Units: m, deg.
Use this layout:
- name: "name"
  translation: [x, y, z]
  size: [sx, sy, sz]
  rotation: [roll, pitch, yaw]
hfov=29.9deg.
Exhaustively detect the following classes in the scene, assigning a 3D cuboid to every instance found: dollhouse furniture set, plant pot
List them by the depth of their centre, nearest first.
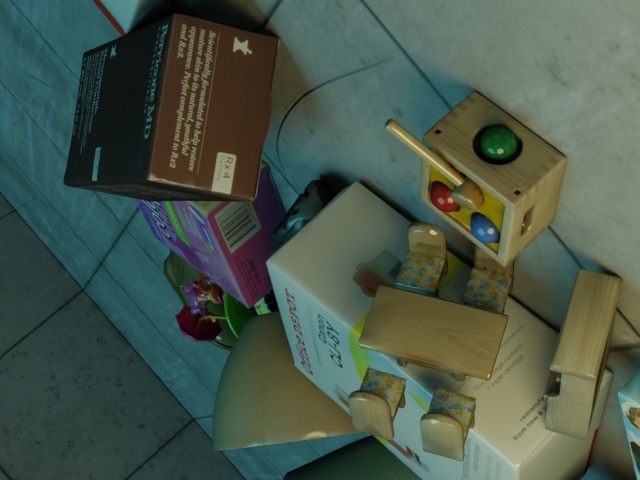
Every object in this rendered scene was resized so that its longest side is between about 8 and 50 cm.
- name: "dollhouse furniture set"
  translation: [0.161, 0.093, 1.191]
  size: [0.242, 0.212, 0.161]
  rotation: [13, 151, 16]
- name: "plant pot"
  translation: [0.121, 0.411, 1.755]
  size: [0.293, 0.235, 0.293]
  rotation: [55, -170, -14]
- name: "plant pot"
  translation: [-0.031, 0.202, 1.793]
  size: [0.284, 0.284, 0.191]
  rotation: [146, 117, -71]

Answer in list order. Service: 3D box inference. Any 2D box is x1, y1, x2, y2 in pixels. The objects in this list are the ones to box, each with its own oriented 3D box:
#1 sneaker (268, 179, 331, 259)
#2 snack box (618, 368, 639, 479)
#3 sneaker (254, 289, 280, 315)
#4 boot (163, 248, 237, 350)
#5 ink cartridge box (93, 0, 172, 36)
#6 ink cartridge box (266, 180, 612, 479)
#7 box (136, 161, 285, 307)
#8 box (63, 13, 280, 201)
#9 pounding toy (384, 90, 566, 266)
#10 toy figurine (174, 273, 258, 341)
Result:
- name: "sneaker"
  translation: [0.000, 0.000, 1.565]
  size: [0.106, 0.101, 0.267]
  rotation: [35, 168, 5]
- name: "snack box"
  translation: [0.430, 0.252, 1.110]
  size: [0.322, 0.060, 0.187]
  rotation: [31, 154, 43]
- name: "sneaker"
  translation: [-0.073, 0.096, 1.925]
  size: [0.094, 0.081, 0.208]
  rotation: [44, 155, 36]
- name: "boot"
  translation: [-0.202, 0.074, 2.141]
  size: [0.236, 0.089, 0.269]
  rotation: [46, 160, 7]
- name: "ink cartridge box"
  translation: [-0.321, -0.383, 1.513]
  size: [0.308, 0.091, 0.385]
  rotation: [50, 160, -3]
- name: "ink cartridge box"
  translation: [0.132, 0.152, 1.426]
  size: [0.385, 0.160, 0.279]
  rotation: [39, 159, 27]
- name: "box"
  translation: [-0.168, -0.054, 1.765]
  size: [0.243, 0.117, 0.213]
  rotation: [35, 157, 37]
- name: "box"
  translation: [-0.195, -0.148, 1.473]
  size: [0.143, 0.191, 0.381]
  rotation: [10, 176, -27]
- name: "pounding toy"
  translation: [0.138, -0.061, 1.093]
  size: [0.130, 0.100, 0.141]
  rotation: [40, 160, 23]
- name: "toy figurine"
  translation: [-0.180, 0.107, 2.012]
  size: [0.159, 0.130, 0.173]
  rotation: [-14, 97, 35]
